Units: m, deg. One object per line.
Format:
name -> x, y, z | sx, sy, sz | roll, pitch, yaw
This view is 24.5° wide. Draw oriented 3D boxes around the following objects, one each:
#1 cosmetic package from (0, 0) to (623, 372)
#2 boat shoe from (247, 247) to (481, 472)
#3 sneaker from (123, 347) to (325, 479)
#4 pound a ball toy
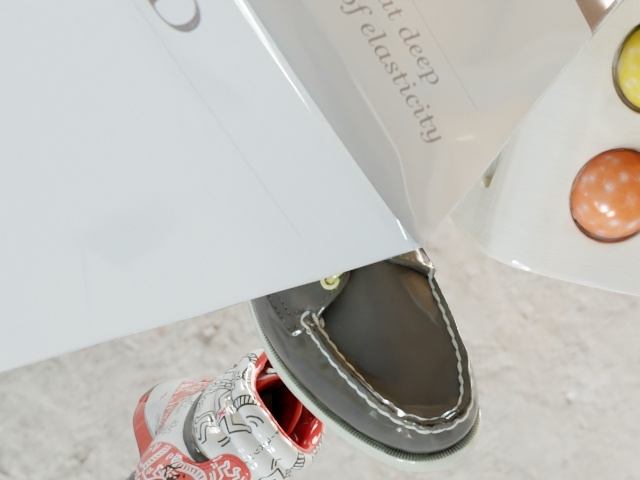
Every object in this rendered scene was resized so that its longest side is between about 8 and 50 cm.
cosmetic package -> -0.118, -0.079, 0.508 | 0.217, 0.385, 0.156 | 55, 49, -14
boat shoe -> 0.000, 0.000, 0.663 | 0.081, 0.069, 0.228 | -23, 60, -21
sneaker -> -0.062, 0.131, 1.055 | 0.145, 0.270, 0.090 | -39, 98, 8
pound a ball toy -> 0.142, -0.098, 0.876 | 0.208, 0.136, 0.319 | 13, 103, -16
